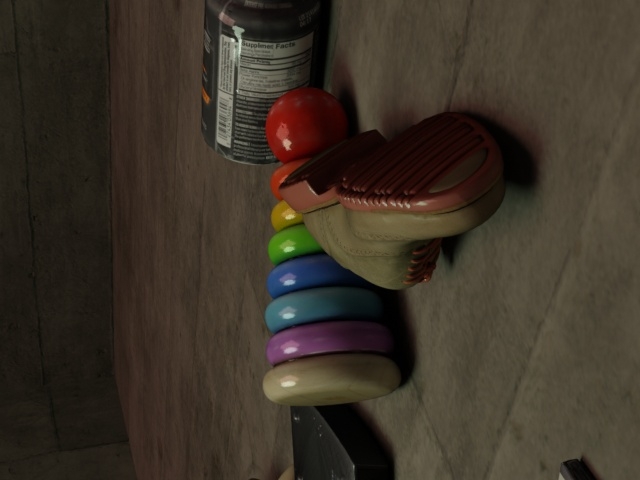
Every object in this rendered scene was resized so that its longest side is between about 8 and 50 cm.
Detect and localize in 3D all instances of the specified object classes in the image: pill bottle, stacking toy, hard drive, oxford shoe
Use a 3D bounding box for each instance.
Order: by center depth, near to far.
[{"bbox_3d":[0.078,-0.025,1.070,0.130,0.123,0.348,58,167,-12],"label":"oxford shoe"},{"bbox_3d":[0.000,0.000,1.301,0.141,0.141,0.331,130,137,-69],"label":"stacking toy"},{"bbox_3d":[-0.066,-0.216,1.391,0.130,0.130,0.246,-114,23,-46],"label":"pill bottle"},{"bbox_3d":[0.022,0.276,1.456,0.254,0.054,0.172,-141,46,-68],"label":"hard drive"}]

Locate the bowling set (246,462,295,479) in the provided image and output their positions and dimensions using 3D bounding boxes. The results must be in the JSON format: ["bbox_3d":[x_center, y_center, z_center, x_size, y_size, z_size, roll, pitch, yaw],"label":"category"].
[{"bbox_3d":[-0.067,0.408,1.561,0.200,0.287,0.154,41,112,29],"label":"bowling set"}]

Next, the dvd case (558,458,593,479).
[{"bbox_3d":[0.202,0.293,0.896,0.164,0.018,0.221,-121,28,-55],"label":"dvd case"}]
